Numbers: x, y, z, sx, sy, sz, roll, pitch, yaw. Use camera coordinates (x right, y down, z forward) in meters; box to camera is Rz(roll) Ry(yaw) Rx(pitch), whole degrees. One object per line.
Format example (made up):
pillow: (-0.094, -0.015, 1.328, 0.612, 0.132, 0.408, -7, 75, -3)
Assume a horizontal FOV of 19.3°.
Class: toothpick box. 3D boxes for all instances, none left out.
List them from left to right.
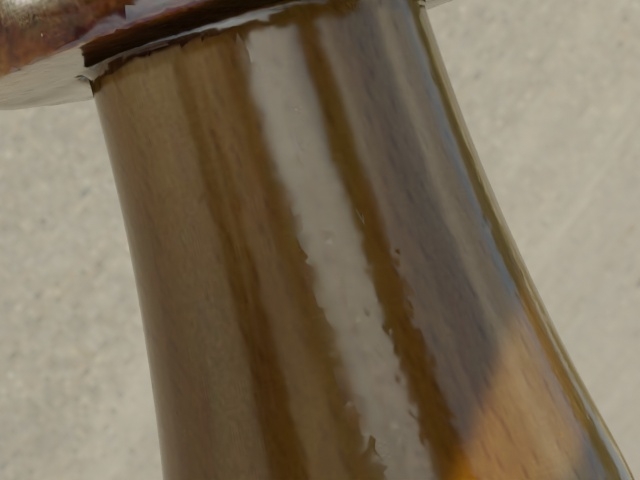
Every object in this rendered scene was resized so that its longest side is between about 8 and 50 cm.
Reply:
toothpick box: (0.000, 0.000, 0.595, 0.192, 0.294, 0.192, -17, 180, 0)
